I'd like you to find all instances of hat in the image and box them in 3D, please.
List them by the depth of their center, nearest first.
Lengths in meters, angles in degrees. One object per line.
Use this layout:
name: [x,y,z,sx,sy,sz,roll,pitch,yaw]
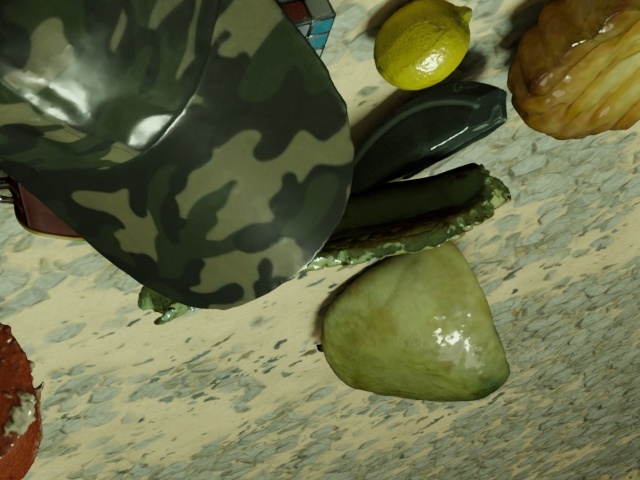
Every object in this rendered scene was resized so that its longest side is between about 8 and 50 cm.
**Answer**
hat: [-0.168,-0.093,1.283,0.366,0.382,0.257,-39,-179,23]

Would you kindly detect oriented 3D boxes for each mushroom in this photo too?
mushroom: [0.127,0.153,2.234,0.217,0.212,0.292,-31,165,-6]

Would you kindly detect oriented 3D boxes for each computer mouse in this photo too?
computer mouse: [0.105,-0.118,1.774,0.231,0.071,0.126,-30,173,38]

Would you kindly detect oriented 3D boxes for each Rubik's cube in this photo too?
Rubik's cube: [-0.053,-0.196,1.410,0.092,0.092,0.092,-16,156,-21]

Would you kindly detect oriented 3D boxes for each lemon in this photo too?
lemon: [0.101,-0.194,1.582,0.110,0.082,0.082,-39,154,22]

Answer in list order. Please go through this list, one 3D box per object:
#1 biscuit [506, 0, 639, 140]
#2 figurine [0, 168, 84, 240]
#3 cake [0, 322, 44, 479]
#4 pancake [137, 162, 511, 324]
biscuit: [0.346,-0.226,1.733,0.326,0.107,0.326,-19,159,-8]
figurine: [-0.270,-0.050,1.543,0.098,0.082,0.154,-6,155,-8]
cake: [-0.438,0.202,1.781,0.283,0.177,0.151,-18,156,-13]
pancake: [0.001,-0.001,1.794,0.427,0.067,0.305,-15,-174,7]
